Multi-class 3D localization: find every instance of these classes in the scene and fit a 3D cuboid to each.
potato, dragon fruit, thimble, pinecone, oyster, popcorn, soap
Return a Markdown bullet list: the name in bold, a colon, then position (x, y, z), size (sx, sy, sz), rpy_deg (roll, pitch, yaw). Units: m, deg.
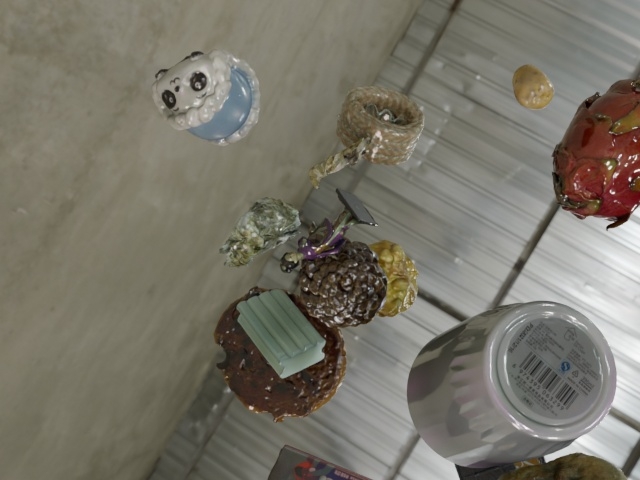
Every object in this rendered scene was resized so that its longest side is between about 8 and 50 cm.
- **potato**: position (0.377, -0.274, 1.401), size (0.068, 0.083, 0.062), rpy_deg (-9, 141, -21)
- **dragon fruit**: position (0.568, -0.166, 1.488), size (0.315, 0.250, 0.250), rpy_deg (-39, 157, -48)
- **thimble**: position (0.165, -0.318, 2.194), size (0.148, 0.229, 0.196), rpy_deg (109, -13, -44)
- **pinecone**: position (0.045, 0.081, 1.595), size (0.204, 0.179, 0.184), rpy_deg (-94, 176, -77)
- **oyster**: position (-0.133, -0.022, 1.668), size (0.198, 0.112, 0.268), rpy_deg (-32, -178, -29)
- **oyster**: position (0.050, -0.223, 2.112), size (0.200, 0.061, 0.106), rpy_deg (-32, 165, 4)
- **popcorn**: position (0.155, 0.105, 1.988), size (0.253, 0.190, 0.191), rpy_deg (144, -62, -67)
- **soap**: position (-0.090, 0.203, 1.758), size (0.119, 0.198, 0.066), rpy_deg (-21, 137, -26)

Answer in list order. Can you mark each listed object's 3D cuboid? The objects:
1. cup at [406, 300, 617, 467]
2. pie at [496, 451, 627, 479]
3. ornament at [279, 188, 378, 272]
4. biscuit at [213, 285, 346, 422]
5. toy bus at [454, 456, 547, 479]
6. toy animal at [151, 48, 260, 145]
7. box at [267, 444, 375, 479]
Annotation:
- **cup**: position (0.304, 0.236, 1.281), size (0.253, 0.253, 0.371), rpy_deg (-56, 178, -19)
- **pie**: position (0.382, 0.414, 1.247), size (0.185, 0.218, 0.052), rpy_deg (-104, 178, -72)
- **ornament**: position (-0.002, -0.003, 1.472), size (0.203, 0.088, 0.081), rpy_deg (-37, 155, 13)
- **biscuit**: position (-0.099, 0.270, 1.880), size (0.289, 0.334, 0.081), rpy_deg (-49, 164, -1)
- **toy bus**: position (0.385, 0.501, 1.572), size (0.194, 0.323, 0.162), rpy_deg (-21, 160, 12)
- **toy animal**: position (-0.242, -0.294, 1.668), size (0.208, 0.156, 0.204), rpy_deg (-20, 163, 25)
- **box**: position (0.011, 0.475, 1.459), size (0.069, 0.224, 0.120), rpy_deg (83, 28, -55)
